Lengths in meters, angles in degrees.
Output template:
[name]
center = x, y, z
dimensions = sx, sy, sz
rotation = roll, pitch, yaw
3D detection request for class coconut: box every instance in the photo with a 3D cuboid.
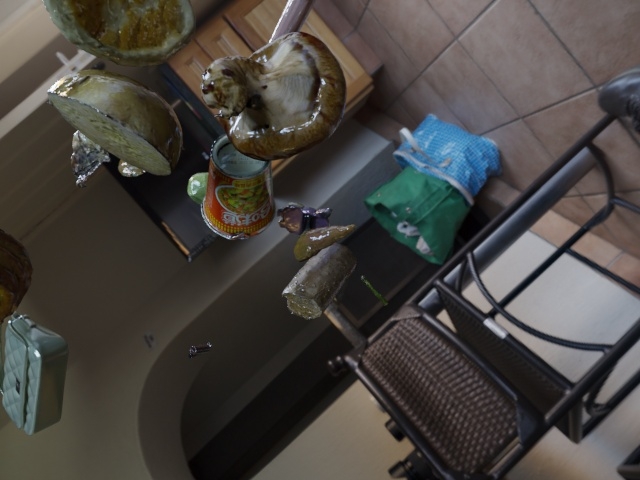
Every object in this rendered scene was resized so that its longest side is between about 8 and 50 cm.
[coconut]
center = -0.314, -0.139, 1.173
dimensions = 0.088, 0.088, 0.096
rotation = 48, -141, 2

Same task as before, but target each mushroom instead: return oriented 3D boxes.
[mushroom]
center = -0.081, -0.283, 0.824
dimensions = 0.267, 0.267, 0.254
rotation = 47, 169, 13

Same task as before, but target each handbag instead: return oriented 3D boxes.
[handbag]
center = -0.663, 0.283, 0.975
dimensions = 0.219, 0.256, 0.079
rotation = 24, -161, 22

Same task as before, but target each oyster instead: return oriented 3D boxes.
[oyster]
center = -0.716, -0.281, 1.362
dimensions = 0.101, 0.271, 0.275
rotation = 10, -143, -35

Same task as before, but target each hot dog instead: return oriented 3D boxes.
[hot dog]
center = -0.650, 0.084, 0.755
dimensions = 0.196, 0.272, 0.122
rotation = 56, -171, -47

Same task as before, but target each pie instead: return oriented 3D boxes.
[pie]
center = -0.423, -0.530, 0.929
dimensions = 0.077, 0.339, 0.339
rotation = 0, 142, 40

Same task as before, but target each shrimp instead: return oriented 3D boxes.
[shrimp]
center = -0.498, -0.249, 1.252
dimensions = 0.099, 0.180, 0.041
rotation = 30, 161, 27

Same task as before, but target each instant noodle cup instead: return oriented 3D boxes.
[instant noodle cup]
center = -0.188, -0.134, 1.028
dimensions = 0.193, 0.193, 0.212
rotation = 47, 152, 16

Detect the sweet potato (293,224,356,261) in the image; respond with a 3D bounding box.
[sweet potato]
center = -0.006, -0.004, 1.014
dimensions = 0.068, 0.068, 0.226
rotation = 49, 137, -9

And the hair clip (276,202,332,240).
[hair clip]
center = -0.041, -0.036, 1.164
dimensions = 0.146, 0.056, 0.187
rotation = 10, 141, 6

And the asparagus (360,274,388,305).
[asparagus]
center = 0.161, 0.150, 1.317
dimensions = 0.127, 0.015, 0.018
rotation = 48, 175, -20

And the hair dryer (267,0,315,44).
[hair dryer]
center = -0.055, -0.490, 0.961
dimensions = 0.107, 0.344, 0.189
rotation = 41, -142, -1

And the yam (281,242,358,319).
[yam]
center = -0.002, 0.116, 1.260
dimensions = 0.128, 0.238, 0.129
rotation = 45, 137, -6

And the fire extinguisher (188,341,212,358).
[fire extinguisher]
center = -0.341, 0.316, 1.246
dimensions = 0.032, 0.046, 0.100
rotation = 26, 179, 19

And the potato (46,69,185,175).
[potato]
center = -0.360, -0.227, 0.806
dimensions = 0.239, 0.115, 0.299
rotation = 28, 167, -22
